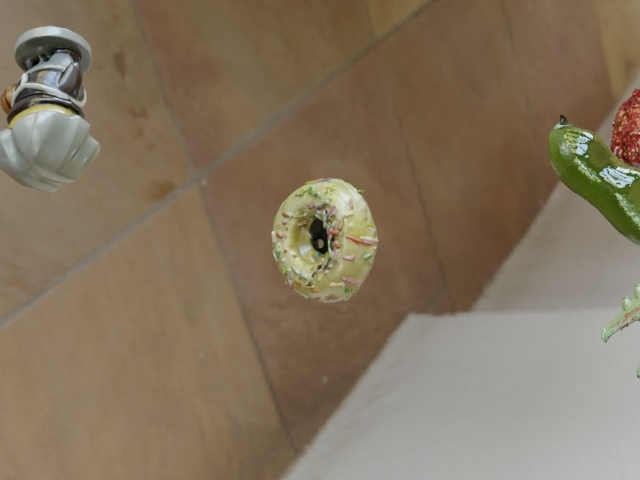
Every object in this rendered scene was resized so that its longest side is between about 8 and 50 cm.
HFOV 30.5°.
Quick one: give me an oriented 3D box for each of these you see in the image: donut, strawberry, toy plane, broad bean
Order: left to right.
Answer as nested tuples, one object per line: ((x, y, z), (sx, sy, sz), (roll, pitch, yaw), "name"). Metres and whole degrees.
((0.000, 0.000, 1.572), (0.068, 0.174, 0.175), (3, 83, -46), "donut")
((0.353, -0.011, 1.276), (0.318, 0.098, 0.056), (59, 1, 13), "broad bean")
((0.465, -0.115, 1.632), (0.174, 0.098, 0.228), (51, 38, -12), "strawberry")
((0.284, 0.058, 0.968), (0.040, 0.102, 0.111), (45, 45, -61), "toy plane")

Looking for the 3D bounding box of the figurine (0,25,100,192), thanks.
((-0.416, -0.186, 1.753), (0.133, 0.176, 0.236), (25, 49, -42), "figurine")
